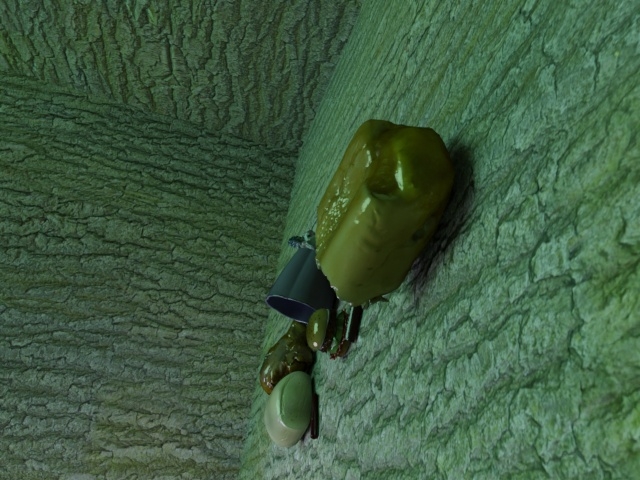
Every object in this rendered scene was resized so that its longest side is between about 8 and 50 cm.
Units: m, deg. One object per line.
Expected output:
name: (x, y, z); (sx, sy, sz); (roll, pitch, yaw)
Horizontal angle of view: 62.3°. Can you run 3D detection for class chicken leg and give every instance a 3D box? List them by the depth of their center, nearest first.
chicken leg: (-0.096, 0.454, 2.193); (0.409, 0.182, 0.295); (-63, 15, -24)

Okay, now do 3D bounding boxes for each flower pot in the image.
flower pot: (-0.048, 0.171, 2.046); (0.243, 0.265, 0.265); (-67, 7, -21)

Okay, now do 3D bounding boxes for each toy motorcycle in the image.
toy motorcycle: (-0.046, 0.039, 2.258); (0.239, 0.204, 0.108); (-82, -5, -49)

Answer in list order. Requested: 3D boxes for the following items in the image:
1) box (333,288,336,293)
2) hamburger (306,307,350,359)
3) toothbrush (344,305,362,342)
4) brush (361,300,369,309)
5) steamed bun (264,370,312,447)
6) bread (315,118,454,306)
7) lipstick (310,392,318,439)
box: (0.081, 0.127, 1.894); (0.175, 0.048, 0.112); (-119, 44, -75)
hamburger: (0.024, 0.296, 1.739); (0.175, 0.137, 0.175); (-162, 90, -79)
toothbrush: (0.128, 0.140, 1.671); (0.041, 0.041, 0.363); (149, 135, -75)
brush: (0.173, 0.049, 1.608); (0.085, 0.020, 0.336); (-140, 63, -77)
steamed bun: (-0.122, 0.628, 1.994); (0.250, 0.155, 0.200); (-91, 18, -44)
bread: (0.163, -0.079, 1.254); (0.361, 0.250, 0.394); (-92, 23, -48)
lipstick: (-0.020, 0.610, 1.852); (0.176, 0.027, 0.027); (-88, 16, -52)
